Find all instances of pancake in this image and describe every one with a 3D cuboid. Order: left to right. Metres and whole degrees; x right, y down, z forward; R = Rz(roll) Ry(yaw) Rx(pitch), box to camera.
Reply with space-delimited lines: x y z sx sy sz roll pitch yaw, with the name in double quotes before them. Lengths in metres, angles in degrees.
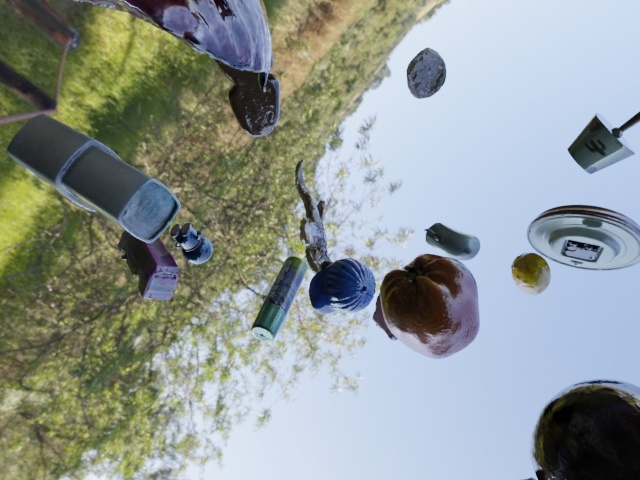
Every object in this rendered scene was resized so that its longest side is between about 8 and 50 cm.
"pancake" 0.325 -0.513 1.408 0.152 0.151 0.025 -48 -142 7

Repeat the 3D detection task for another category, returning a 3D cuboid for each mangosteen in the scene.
"mangosteen" 0.461 0.354 0.686 0.231 0.231 0.289 -46 -151 12

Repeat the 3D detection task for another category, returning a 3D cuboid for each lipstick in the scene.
"lipstick" -0.274 -0.078 0.552 0.252 0.079 0.077 26 -106 30

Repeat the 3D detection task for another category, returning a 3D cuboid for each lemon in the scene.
"lemon" 0.655 0.106 1.424 0.114 0.155 0.114 -23 -156 11

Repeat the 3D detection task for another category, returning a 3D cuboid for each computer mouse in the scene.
"computer mouse" 0.248 0.004 0.872 0.032 0.110 0.056 -49 162 -61

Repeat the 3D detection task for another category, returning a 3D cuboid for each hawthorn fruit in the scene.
"hawthorn fruit" 0.199 0.119 0.819 0.189 0.189 0.189 -42 -158 21

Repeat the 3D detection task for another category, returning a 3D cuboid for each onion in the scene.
"onion" -0.171 -0.283 0.459 0.146 0.314 0.280 -61 -167 13

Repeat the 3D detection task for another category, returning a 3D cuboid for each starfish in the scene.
"starfish" 0.000 0.000 0.792 0.062 0.277 0.236 -16 -164 6

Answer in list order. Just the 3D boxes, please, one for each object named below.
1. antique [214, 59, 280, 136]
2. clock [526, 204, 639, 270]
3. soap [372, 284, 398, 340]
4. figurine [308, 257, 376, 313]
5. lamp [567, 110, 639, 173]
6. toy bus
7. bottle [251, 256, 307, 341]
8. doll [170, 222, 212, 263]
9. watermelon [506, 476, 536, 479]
"antique" -0.156 -0.379 1.022 0.121 0.257 0.143 -11 -135 3
"clock" 0.781 0.007 1.361 0.318 0.318 0.080 -16 -136 57
"soap" 0.273 0.153 1.281 0.249 0.162 0.099 -20 -141 -30
"figurine" 0.029 0.059 0.601 0.136 0.079 0.077 33 75 -87
"lamp" 0.644 -0.239 0.972 0.214 0.121 0.121 -43 -160 39
"toy bus" -0.478 0.049 1.272 0.274 0.090 0.112 42 -68 42
"bottle" -0.138 0.198 1.599 0.093 0.093 0.330 -32 -157 41
"doll" -0.361 0.011 1.300 0.114 0.152 0.086 -4 -127 20
"watermelon" 0.318 0.500 0.856 0.119 0.245 0.063 -128 -145 -69
